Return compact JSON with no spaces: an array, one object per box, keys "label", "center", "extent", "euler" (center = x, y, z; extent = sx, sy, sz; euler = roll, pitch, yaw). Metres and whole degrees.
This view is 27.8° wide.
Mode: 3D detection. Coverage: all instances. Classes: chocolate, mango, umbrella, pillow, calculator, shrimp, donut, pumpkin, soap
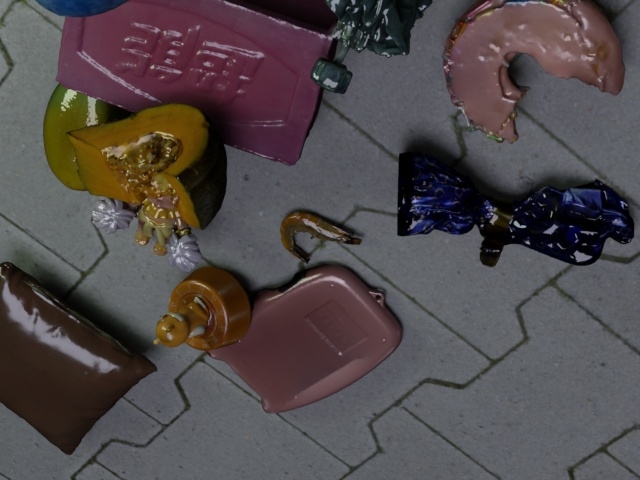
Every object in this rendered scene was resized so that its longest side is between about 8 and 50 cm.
[{"label":"chocolate","center":[0.265,-0.032,1.803],"extent":[0.343,0.126,0.149],"euler":[11,90,-1]},{"label":"mango","center":[-0.339,-0.165,1.874],"extent":[0.130,0.092,0.195],"euler":[30,122,11]},{"label":"umbrella","center":[0.083,-0.338,1.558],"extent":[0.143,0.094,0.349],"euler":[30,102,8]},{"label":"pillow","center":[-0.470,0.205,2.171],"extent":[0.307,0.108,0.305],"euler":[36,128,-12]},{"label":"calculator","center":[-0.025,0.159,2.054],"extent":[0.329,0.048,0.220],"euler":[-33,109,30]},{"label":"shrimp","center":[0.000,0.000,1.944],"extent":[0.127,0.025,0.091],"euler":[13,128,12]},{"label":"donut","center":[0.264,-0.243,1.656],"extent":[0.232,0.085,0.199],"euler":[-22,117,28]},{"label":"pumpkin","center":[-0.218,-0.112,1.731],"extent":[0.248,0.126,0.131],"euler":[19,153,32]},{"label":"soap","center":[-0.161,-0.271,1.730],"extent":[0.359,0.128,0.233],"euler":[19,130,2]}]

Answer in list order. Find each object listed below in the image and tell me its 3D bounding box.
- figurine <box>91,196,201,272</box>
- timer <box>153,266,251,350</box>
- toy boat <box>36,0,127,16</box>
[{"label":"figurine","center":[-0.235,-0.054,1.915],"extent":[0.174,0.116,0.240],"euler":[25,134,0]},{"label":"timer","center":[-0.200,0.122,1.985],"extent":[0.132,0.152,0.132],"euler":[10,109,28]},{"label":"toy boat","center":[-0.257,-0.420,1.580],"extent":[0.215,0.330,0.123],"euler":[17,168,-1]}]
